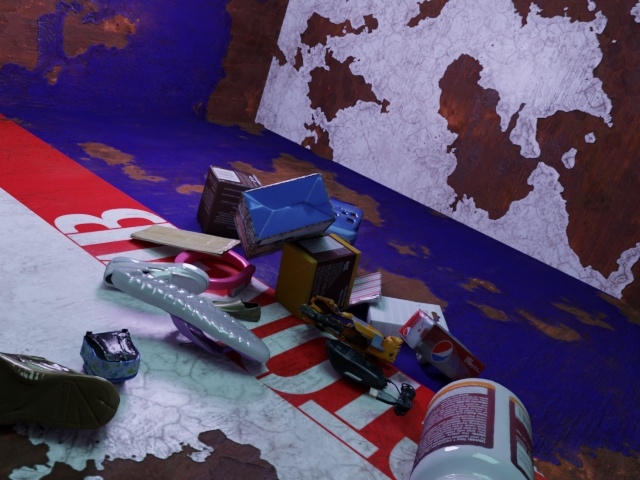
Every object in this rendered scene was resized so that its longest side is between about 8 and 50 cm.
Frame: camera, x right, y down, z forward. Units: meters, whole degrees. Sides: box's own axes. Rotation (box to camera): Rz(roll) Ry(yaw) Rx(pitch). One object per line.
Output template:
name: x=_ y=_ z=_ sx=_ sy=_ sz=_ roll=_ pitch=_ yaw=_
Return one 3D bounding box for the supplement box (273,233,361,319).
supplement box: x=-0.009 y=0.103 z=1.811 sx=0.194 sy=0.191 sz=0.129 roll=-11 pitch=33 yaw=-40

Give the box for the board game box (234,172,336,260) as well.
board game box: x=-0.112 y=-0.062 z=1.788 sx=0.232 sy=0.141 sz=0.291 roll=-15 pitch=-9 yaw=-16

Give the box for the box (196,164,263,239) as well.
box: x=-0.319 y=-0.132 z=2.170 sx=0.167 sy=0.203 sz=0.168 roll=10 pitch=22 yaw=-26

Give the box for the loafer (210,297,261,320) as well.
loafer: x=-0.227 y=0.178 z=1.651 sx=0.148 sy=0.050 sz=0.056 roll=10 pitch=21 yaw=-24

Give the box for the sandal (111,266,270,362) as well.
sandal: x=-0.311 y=0.194 z=1.465 sx=0.416 sy=0.102 sz=0.169 roll=30 pitch=4 yaw=2

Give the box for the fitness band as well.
fitness band: x=-0.312 y=0.082 z=1.828 sx=0.209 sy=0.054 sz=0.291 roll=22 pitch=18 yaw=9

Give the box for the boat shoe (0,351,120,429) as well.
boat shoe: x=-0.526 y=0.260 z=1.095 sx=0.342 sy=0.123 sz=0.123 roll=10 pitch=-9 yaw=-10

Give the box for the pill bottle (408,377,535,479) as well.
pill bottle: x=0.284 y=0.441 z=1.155 sx=0.224 sy=0.224 sz=0.392 roll=23 pitch=19 yaw=11

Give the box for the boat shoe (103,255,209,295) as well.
boat shoe: x=-0.425 y=0.104 z=1.603 sx=0.267 sy=0.096 sz=0.088 roll=14 pitch=24 yaw=-10

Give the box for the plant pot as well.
plant pot: x=0.000 y=0.000 z=2.092 sx=0.236 sy=0.236 sz=0.212 roll=18 pitch=26 yaw=-5

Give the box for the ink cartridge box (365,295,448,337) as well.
ink cartridge box: x=0.256 y=0.240 z=1.885 sx=0.232 sy=0.066 sz=0.189 roll=13 pitch=19 yaw=-2

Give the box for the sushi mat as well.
sushi mat: x=-0.412 y=-0.002 z=1.900 sx=0.316 sy=0.019 sz=0.151 roll=11 pitch=15 yaw=16

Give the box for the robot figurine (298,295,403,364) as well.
robot figurine: x=0.077 y=0.235 z=1.648 sx=0.291 sy=0.085 sz=0.211 roll=28 pitch=-9 yaw=11

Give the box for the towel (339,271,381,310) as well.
towel: x=0.126 y=0.161 z=1.969 sx=0.144 sy=0.029 sz=0.197 roll=-15 pitch=16 yaw=10

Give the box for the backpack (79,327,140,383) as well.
backpack: x=-0.420 y=0.241 z=1.247 sx=0.105 sy=0.084 sz=0.114 roll=1 pitch=21 yaw=-40

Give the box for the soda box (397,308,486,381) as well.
soda box: x=0.324 y=0.290 z=1.640 sx=0.263 sy=0.092 sz=0.083 roll=40 pitch=3 yaw=-34

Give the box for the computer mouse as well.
computer mouse: x=0.108 y=0.342 z=1.500 sx=0.262 sy=0.060 sz=0.184 roll=31 pitch=10 yaw=4

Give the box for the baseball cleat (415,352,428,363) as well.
baseball cleat: x=0.351 y=0.318 z=1.783 sx=0.109 sy=0.072 sz=0.206 roll=32 pitch=26 yaw=18
